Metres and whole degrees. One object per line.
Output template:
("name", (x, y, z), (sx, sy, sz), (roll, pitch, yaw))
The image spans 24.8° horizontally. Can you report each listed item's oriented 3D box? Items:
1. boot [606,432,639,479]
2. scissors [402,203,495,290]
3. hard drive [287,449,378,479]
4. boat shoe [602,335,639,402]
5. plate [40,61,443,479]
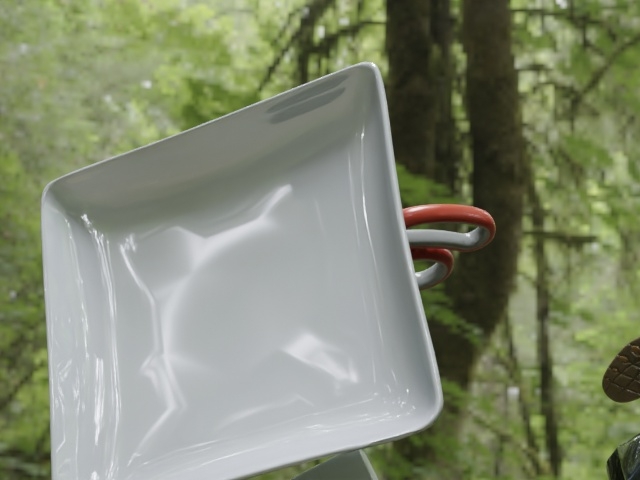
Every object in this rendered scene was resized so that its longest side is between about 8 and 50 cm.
("boot", (0.416, 0.284, 1.100), (0.445, 0.146, 0.367), (38, -56, 8))
("scissors", (0.000, 0.000, 1.146), (0.297, 0.021, 0.109), (5, -36, -28))
("hard drive", (-0.072, 0.294, 0.912), (0.319, 0.210, 0.040), (-28, -26, 3))
("boat shoe", (0.416, 0.130, 1.754), (0.178, 0.064, 0.060), (-46, -21, 9))
("plate", (-0.060, 0.041, 0.992), (0.277, 0.278, 0.045), (-19, -32, 17))
